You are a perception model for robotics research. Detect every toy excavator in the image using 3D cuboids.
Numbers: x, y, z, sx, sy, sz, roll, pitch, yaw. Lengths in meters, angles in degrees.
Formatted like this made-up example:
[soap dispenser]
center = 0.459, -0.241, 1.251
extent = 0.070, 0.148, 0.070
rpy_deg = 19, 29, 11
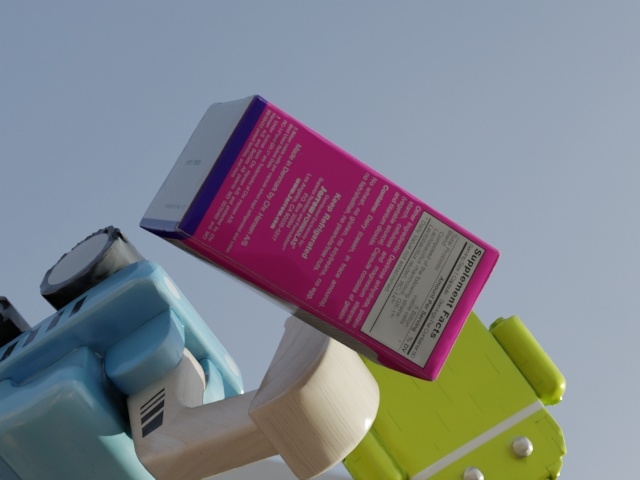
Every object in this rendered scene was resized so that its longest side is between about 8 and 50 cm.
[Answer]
[toy excavator]
center = -0.165, 0.159, 1.232
extent = 0.433, 0.445, 0.222
rpy_deg = -32, -67, 6

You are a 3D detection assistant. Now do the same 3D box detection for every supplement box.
[supplement box]
center = 0.000, 0.000, 0.947
extent = 0.220, 0.114, 0.111
rpy_deg = 33, -9, -19

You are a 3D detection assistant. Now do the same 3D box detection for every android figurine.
[android figurine]
center = 0.126, 0.169, 1.260
extent = 0.248, 0.273, 0.056
rpy_deg = -24, -24, -27
